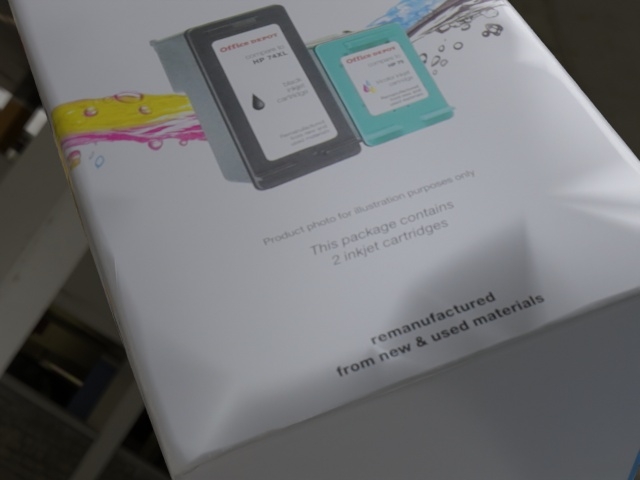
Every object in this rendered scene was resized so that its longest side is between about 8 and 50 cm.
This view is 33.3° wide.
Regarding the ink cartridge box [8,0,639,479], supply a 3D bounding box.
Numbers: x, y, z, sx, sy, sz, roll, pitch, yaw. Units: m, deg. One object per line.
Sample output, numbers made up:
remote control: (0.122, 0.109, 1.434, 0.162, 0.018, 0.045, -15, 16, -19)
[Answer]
ink cartridge box: (0.000, 0.000, 0.487, 0.198, 0.197, 0.270, 85, -18, -52)
